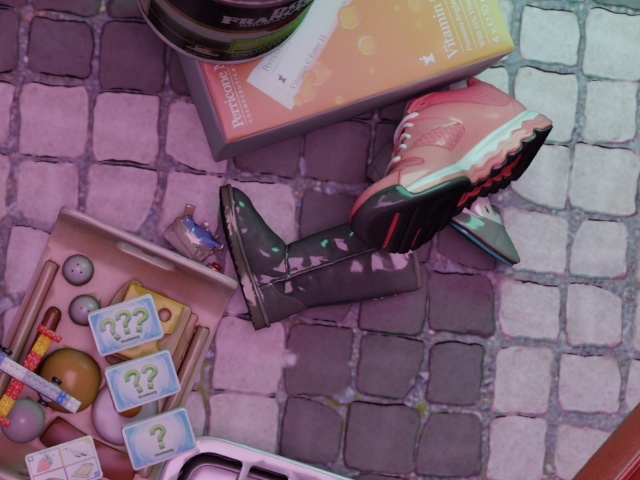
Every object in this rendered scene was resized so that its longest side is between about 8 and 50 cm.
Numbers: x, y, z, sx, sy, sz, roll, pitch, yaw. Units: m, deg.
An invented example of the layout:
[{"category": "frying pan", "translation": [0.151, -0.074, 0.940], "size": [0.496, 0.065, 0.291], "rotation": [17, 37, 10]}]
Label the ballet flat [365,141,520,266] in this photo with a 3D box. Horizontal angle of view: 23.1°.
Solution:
[{"category": "ballet flat", "translation": [0.155, -0.046, 1.839], "size": [0.213, 0.072, 0.068], "rotation": [30, 94, -5]}]

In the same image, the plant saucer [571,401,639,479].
[{"category": "plant saucer", "translation": [0.410, 0.360, 1.873], "size": [0.259, 0.048, 0.258], "rotation": [44, 81, -4]}]

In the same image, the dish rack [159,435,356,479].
[{"category": "dish rack", "translation": [-0.081, 0.408, 1.777], "size": [0.285, 0.072, 0.333], "rotation": [19, 84, -9]}]

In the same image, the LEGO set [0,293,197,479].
[{"category": "LEGO set", "translation": [-0.267, 0.175, 1.682], "size": [0.244, 0.060, 0.183], "rotation": [-16, 90, -18]}]

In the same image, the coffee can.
[{"category": "coffee can", "translation": [-0.083, -0.298, 1.545], "size": [0.201, 0.275, 0.202], "rotation": [1, 85, -8]}]

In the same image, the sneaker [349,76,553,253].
[{"category": "sneaker", "translation": [0.121, -0.092, 1.768], "size": [0.136, 0.116, 0.313], "rotation": [45, 48, 18]}]

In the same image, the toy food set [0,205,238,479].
[{"category": "toy food set", "translation": [-0.248, 0.143, 1.754], "size": [0.219, 0.092, 0.306], "rotation": [23, 84, -7]}]

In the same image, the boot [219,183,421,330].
[{"category": "boot", "translation": [-0.001, -0.001, 1.812], "size": [0.208, 0.076, 0.190], "rotation": [-17, 104, -3]}]

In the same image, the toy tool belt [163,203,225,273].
[{"category": "toy tool belt", "translation": [-0.136, 0.001, 1.802], "size": [0.083, 0.052, 0.051], "rotation": [41, 90, -6]}]

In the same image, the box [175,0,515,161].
[{"category": "box", "translation": [0.012, -0.250, 1.781], "size": [0.345, 0.168, 0.215], "rotation": [-19, 89, -9]}]
